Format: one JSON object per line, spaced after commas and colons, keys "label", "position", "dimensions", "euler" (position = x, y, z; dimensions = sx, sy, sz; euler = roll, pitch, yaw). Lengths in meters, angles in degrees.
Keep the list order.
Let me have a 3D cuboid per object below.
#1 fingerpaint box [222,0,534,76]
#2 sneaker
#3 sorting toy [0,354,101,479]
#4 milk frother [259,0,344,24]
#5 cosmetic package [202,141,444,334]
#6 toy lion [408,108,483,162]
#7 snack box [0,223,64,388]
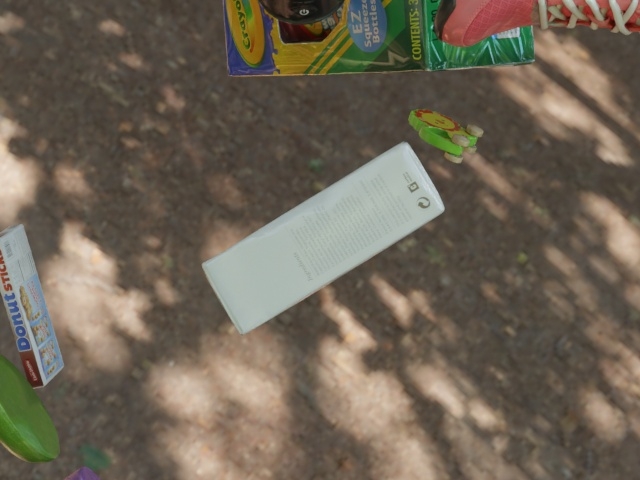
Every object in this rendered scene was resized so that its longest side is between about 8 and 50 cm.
{"label": "fingerpaint box", "position": [0.039, -0.406, 1.436], "dimensions": [0.163, 0.444, 0.371], "euler": [-10, 11, -35]}
{"label": "sneaker", "position": [0.250, -0.227, 1.122], "dimensions": [0.136, 0.314, 0.116], "euler": [66, 7, 13]}
{"label": "sorting toy", "position": [-0.356, 0.174, 1.295], "dimensions": [0.365, 0.126, 0.127], "euler": [56, 1, -19]}
{"label": "milk frother", "position": [-0.008, -0.285, 1.120], "dimensions": [0.129, 0.134, 0.143], "euler": [-20, 69, -8]}
{"label": "cosmetic package", "position": [0.000, 0.000, 1.290], "dimensions": [0.085, 0.231, 0.117], "euler": [60, -5, 2]}
{"label": "toy lion", "position": [0.156, -0.142, 1.699], "dimensions": [0.096, 0.034, 0.100], "euler": [26, 24, 14]}
{"label": "snack box", "position": [-0.335, 0.075, 1.493], "dimensions": [0.064, 0.022, 0.178], "euler": [-58, 136, -71]}
